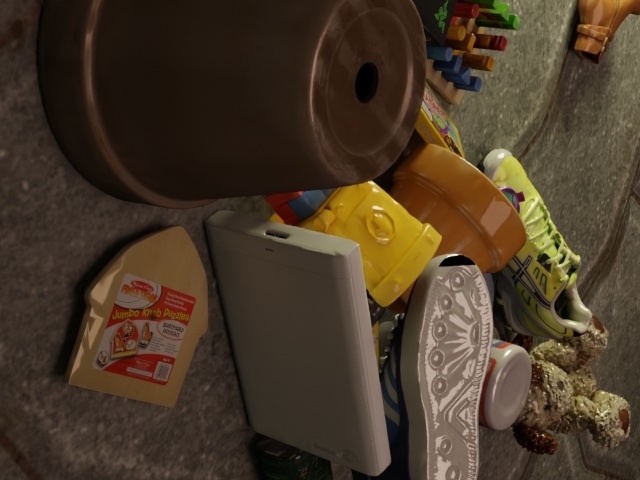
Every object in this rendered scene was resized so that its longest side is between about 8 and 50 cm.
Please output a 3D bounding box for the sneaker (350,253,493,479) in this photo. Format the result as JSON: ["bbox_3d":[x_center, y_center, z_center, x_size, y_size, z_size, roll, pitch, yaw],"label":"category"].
[{"bbox_3d":[0.097,0.172,1.387,0.130,0.236,0.323,-1,94,-34],"label":"sneaker"}]

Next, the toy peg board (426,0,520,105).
[{"bbox_3d":[0.214,-0.295,1.559,0.161,0.079,0.161,29,78,-53],"label":"toy peg board"}]

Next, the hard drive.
[{"bbox_3d":[-0.025,0.122,1.270,0.040,0.203,0.308,-39,130,-41],"label":"hard drive"}]

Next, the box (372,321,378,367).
[{"bbox_3d":[0.037,0.165,1.510,0.105,0.043,0.179,-26,124,-47],"label":"box"}]

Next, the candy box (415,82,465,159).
[{"bbox_3d":[0.157,-0.171,1.525,0.206,0.027,0.105,45,28,-51],"label":"candy box"}]

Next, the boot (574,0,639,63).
[{"bbox_3d":[0.523,-0.394,1.958,0.197,0.073,0.153,10,92,-43],"label":"boot"}]

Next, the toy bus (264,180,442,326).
[{"bbox_3d":[0.000,0.000,1.310,0.211,0.220,0.149,47,53,-11],"label":"toy bus"}]

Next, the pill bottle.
[{"bbox_3d":[0.180,0.185,1.556,0.124,0.221,0.124,-23,119,-48],"label":"pill bottle"}]

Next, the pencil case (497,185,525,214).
[{"bbox_3d":[0.235,-0.059,1.608,0.070,0.151,0.065,-25,109,-19],"label":"pencil case"}]

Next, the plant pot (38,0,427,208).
[{"bbox_3d":[-0.062,-0.168,1.056,0.323,0.280,0.323,-25,122,-47],"label":"plant pot"}]

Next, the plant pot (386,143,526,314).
[{"bbox_3d":[0.146,0.004,1.488,0.188,0.205,0.205,-46,137,-13],"label":"plant pot"}]

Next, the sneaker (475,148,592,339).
[{"bbox_3d":[0.358,0.006,1.792,0.145,0.147,0.385,-50,130,-29],"label":"sneaker"}]

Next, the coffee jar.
[{"bbox_3d":[-0.026,0.327,1.446,0.096,0.079,0.184,-41,132,-43],"label":"coffee jar"}]

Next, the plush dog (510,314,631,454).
[{"bbox_3d":[0.414,0.272,1.982,0.225,0.210,0.263,-4,76,-39],"label":"plush dog"}]

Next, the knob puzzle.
[{"bbox_3d":[-0.192,0.074,1.174,0.213,0.030,0.213,-22,119,-48],"label":"knob puzzle"}]

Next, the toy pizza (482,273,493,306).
[{"bbox_3d":[0.220,0.119,1.752,0.201,0.032,0.201,-24,121,-47],"label":"toy pizza"}]

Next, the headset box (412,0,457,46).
[{"bbox_3d":[0.085,-0.391,1.279,0.283,0.131,0.246,25,81,-63],"label":"headset box"}]
